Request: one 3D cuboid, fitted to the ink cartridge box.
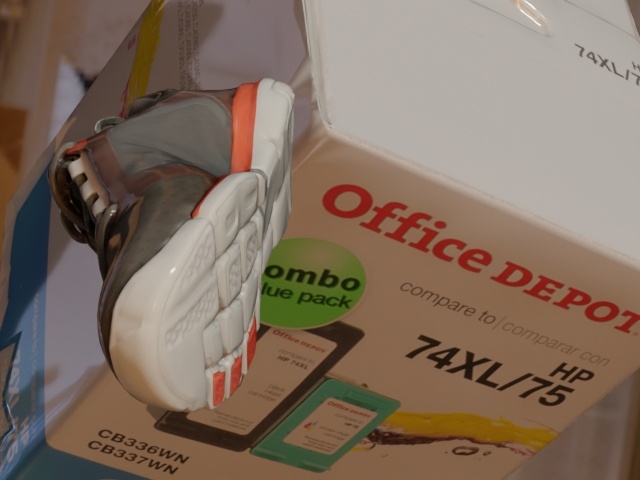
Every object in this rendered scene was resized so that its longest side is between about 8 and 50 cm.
[{"bbox_3d":[0.000,0.000,0.720,0.198,0.197,0.270,21,-49,-26],"label":"ink cartridge box"}]

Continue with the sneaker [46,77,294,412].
[{"bbox_3d":[-0.047,-0.002,0.437,0.065,0.061,0.158,6,21,5],"label":"sneaker"}]
